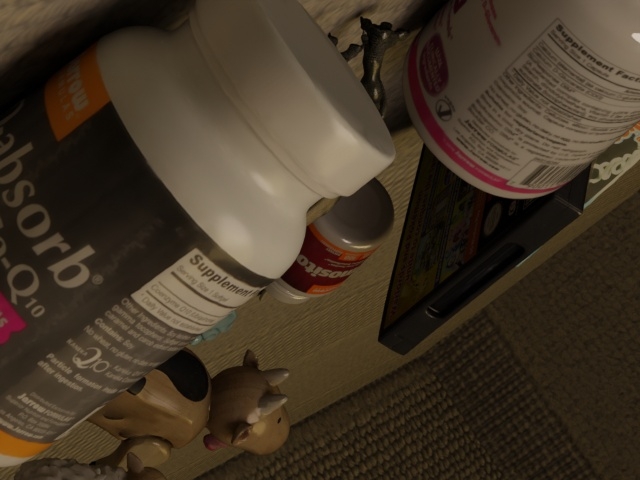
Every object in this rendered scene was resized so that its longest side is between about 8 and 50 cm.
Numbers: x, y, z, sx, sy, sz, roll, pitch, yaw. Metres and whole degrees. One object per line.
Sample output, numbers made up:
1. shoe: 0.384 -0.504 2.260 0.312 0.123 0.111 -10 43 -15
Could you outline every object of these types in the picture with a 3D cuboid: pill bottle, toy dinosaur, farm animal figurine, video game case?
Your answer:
1. pill bottle: 0.000 0.000 1.631 0.086 0.086 0.152 -28 169 -34
2. toy dinosaur: 0.013 -0.083 1.179 0.268 0.064 0.118 -68 171 -70
3. pill bottle: -0.109 -0.015 0.946 0.278 0.162 0.162 -37 171 13
4. pill bottle: 0.188 -0.160 1.222 0.160 0.160 0.283 -27 169 -37
5. farm animal figurine: -0.116 0.114 1.438 0.172 0.330 0.326 -36 143 31
6. video game case: 0.151 -0.066 1.501 0.248 0.035 0.275 -43 -156 45

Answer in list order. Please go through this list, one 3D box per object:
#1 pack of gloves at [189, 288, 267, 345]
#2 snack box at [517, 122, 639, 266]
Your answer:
1. pack of gloves: -0.066 0.064 1.869 0.195 0.046 0.232 -33 171 -10
2. snack box: 0.247 -0.138 1.513 0.322 0.060 0.187 -46 -156 41
